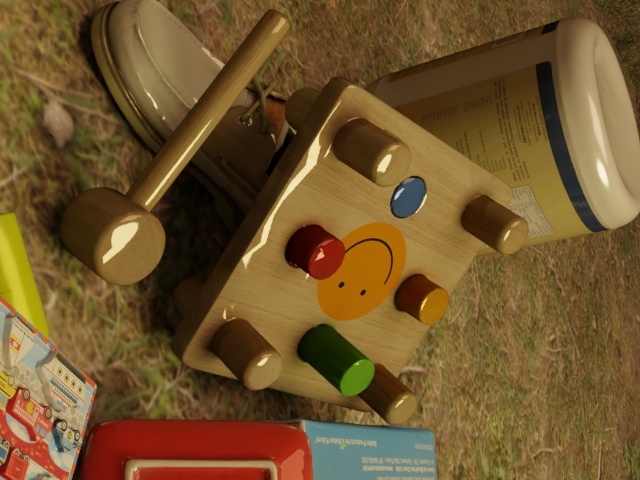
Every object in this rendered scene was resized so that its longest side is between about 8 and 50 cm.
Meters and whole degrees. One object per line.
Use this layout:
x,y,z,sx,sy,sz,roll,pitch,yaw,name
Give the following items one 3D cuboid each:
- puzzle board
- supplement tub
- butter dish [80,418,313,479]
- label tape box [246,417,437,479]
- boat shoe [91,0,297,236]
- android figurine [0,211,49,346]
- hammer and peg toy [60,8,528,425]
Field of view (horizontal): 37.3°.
-0.173,0.103,0.561,0.128,0.011,0.096,65,29,-53,puzzle board
0.174,-0.097,1.055,0.228,0.316,0.228,32,52,-52,supplement tub
-0.092,0.213,0.668,0.160,0.118,0.159,4,69,-17,butter dish
0.015,0.334,0.807,0.249,0.115,0.347,22,62,-56,label tape box
-0.073,-0.100,0.833,0.302,0.103,0.113,50,38,-40,boat shoe
-0.248,0.056,0.506,0.248,0.056,0.272,-18,92,-62,android figurine
0.000,0.000,0.761,0.361,0.127,0.266,26,99,-46,hammer and peg toy
